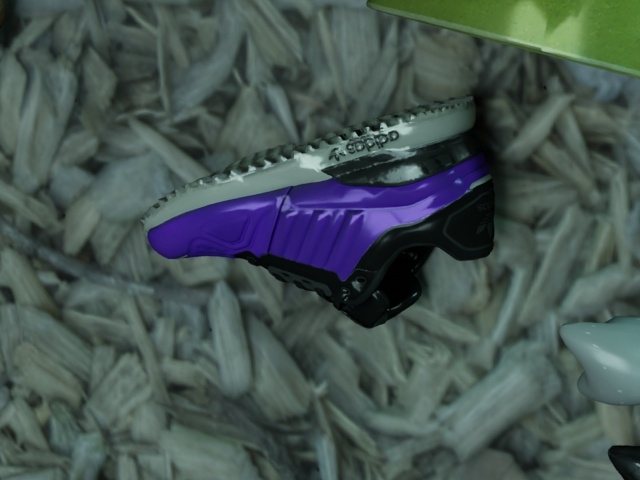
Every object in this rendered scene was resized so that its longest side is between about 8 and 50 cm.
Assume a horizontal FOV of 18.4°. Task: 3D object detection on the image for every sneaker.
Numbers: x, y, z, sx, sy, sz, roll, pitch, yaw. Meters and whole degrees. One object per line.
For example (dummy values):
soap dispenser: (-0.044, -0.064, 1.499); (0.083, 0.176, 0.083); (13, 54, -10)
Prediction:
sneaker: (0.000, 0.000, 1.441); (0.293, 0.102, 0.146); (-15, 98, 34)

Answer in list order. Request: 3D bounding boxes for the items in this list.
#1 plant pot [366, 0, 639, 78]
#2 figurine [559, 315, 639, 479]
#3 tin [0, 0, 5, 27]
plant pot: (0.195, -0.247, 1.174); (0.275, 0.275, 0.293); (17, 97, 26)
figurine: (0.269, 0.130, 1.289); (0.209, 0.092, 0.215); (8, 141, 35)
tin: (-0.307, -0.223, 1.549); (0.106, 0.040, 0.189); (22, 146, 26)
